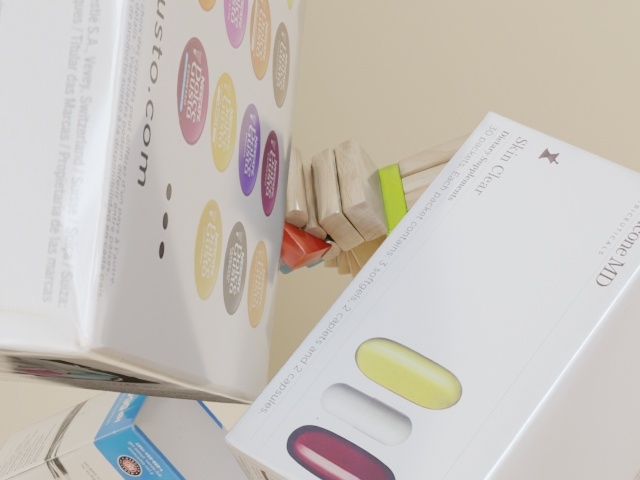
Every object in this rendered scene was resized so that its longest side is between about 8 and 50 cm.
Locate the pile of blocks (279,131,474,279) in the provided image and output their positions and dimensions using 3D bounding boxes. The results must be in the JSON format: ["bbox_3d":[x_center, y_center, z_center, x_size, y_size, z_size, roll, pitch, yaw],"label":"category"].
[{"bbox_3d":[0.000,0.000,1.197,0.362,0.113,0.149,-1,-48,-5],"label":"pile of blocks"}]

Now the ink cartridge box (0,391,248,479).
[{"bbox_3d":[-0.172,0.212,1.253,0.203,0.148,0.086,-24,25,33],"label":"ink cartridge box"}]

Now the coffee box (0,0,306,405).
[{"bbox_3d":[-0.207,-0.101,0.788,0.338,0.338,0.334,4,-10,11],"label":"coffee box"}]

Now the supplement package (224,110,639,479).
[{"bbox_3d":[0.102,0.097,0.869,0.262,0.145,0.204,-51,-33,-20],"label":"supplement package"}]
